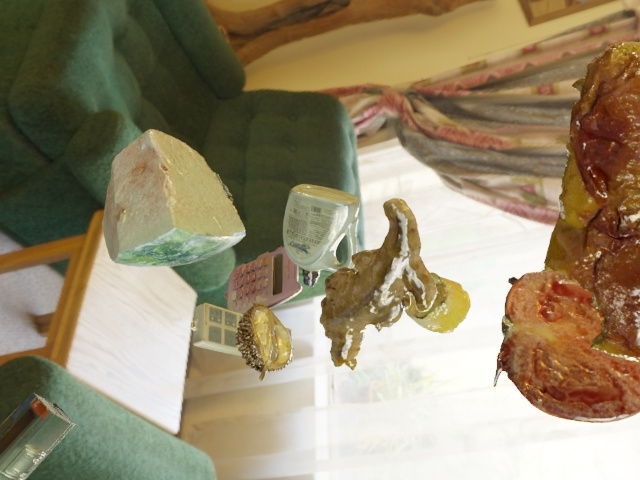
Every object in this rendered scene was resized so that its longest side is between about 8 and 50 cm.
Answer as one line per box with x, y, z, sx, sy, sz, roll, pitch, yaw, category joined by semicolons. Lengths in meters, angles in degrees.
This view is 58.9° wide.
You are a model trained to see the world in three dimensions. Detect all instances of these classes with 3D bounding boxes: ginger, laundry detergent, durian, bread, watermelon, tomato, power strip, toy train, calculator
0.094;0.090;0.973;0.166;0.333;0.080;39;27;5;ginger
0.000;0.000;1.551;0.105;0.215;0.280;-38;137;-60;laundry detergent
-0.139;0.238;1.275;0.148;0.091;0.188;44;25;-36;durian
0.370;-0.036;0.675;0.109;0.185;0.380;-29;128;-47;bread
0.372;0.199;1.841;0.170;0.197;0.197;33;45;-50;bread
-0.298;-0.079;1.073;0.228;0.387;0.258;-9;99;-31;watermelon
0.481;0.207;1.064;0.170;0.309;0.309;55;27;-55;tomato
-0.193;0.258;1.519;0.367;0.043;0.106;26;51;-47;power strip
-0.620;0.463;0.999;0.409;0.089;0.086;-51;145;-21;toy train
-0.174;0.127;1.721;0.043;0.294;0.194;38;40;-46;calculator

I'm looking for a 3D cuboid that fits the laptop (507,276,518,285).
0.564;0.157;1.366;0.207;0.026;0.154;28;5;-28;laptop
